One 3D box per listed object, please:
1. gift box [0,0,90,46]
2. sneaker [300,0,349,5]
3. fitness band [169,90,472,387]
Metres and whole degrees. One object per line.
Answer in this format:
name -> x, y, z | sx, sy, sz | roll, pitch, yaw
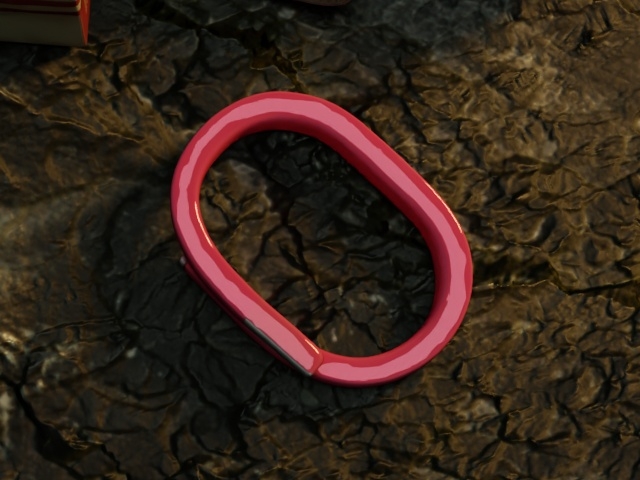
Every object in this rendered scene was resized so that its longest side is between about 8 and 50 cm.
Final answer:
gift box -> -0.322, -0.322, 1.081 | 0.258, 0.276, 0.255 | 2, 73, -5
sneaker -> -0.060, -0.298, 1.210 | 0.222, 0.083, 0.118 | 17, 61, 1
fitness band -> 0.000, 0.000, 1.160 | 0.291, 0.054, 0.209 | 44, 74, 3
